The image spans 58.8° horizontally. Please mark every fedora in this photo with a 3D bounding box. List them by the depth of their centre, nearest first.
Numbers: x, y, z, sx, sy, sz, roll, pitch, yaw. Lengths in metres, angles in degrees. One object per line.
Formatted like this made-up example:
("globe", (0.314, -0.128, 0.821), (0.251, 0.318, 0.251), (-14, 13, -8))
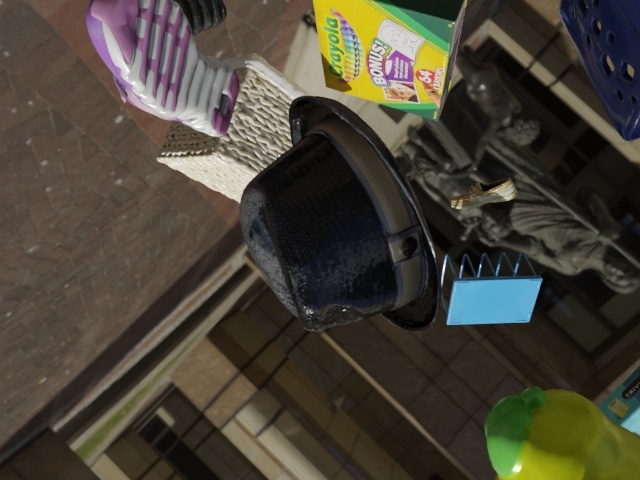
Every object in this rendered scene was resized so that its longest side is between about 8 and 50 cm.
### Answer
("fedora", (0.000, 0.000, 0.696), (0.152, 0.334, 0.334), (-30, 171, -16))

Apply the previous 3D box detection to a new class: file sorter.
("file sorter", (0.340, 0.093, 1.164), (0.104, 0.170, 0.118), (-95, -176, -53))

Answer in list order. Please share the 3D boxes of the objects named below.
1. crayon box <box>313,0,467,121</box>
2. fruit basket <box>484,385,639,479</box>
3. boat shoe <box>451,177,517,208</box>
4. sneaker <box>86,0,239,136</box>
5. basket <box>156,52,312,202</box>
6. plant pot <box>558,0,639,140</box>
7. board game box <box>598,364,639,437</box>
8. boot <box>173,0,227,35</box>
("crayon box", (0.156, -0.456, 1.326), (0.363, 0.313, 0.106), (75, 37, -68))
("fruit basket", (0.298, 0.330, 0.571), (0.392, 0.392, 0.283), (125, -14, -63))
("boat shoe", (0.329, -0.099, 1.160), (0.135, 0.045, 0.050), (-12, -158, 28))
("sneaker", (-0.168, -0.169, 0.563), (0.236, 0.105, 0.095), (28, 77, -78))
("basket", (-0.177, -0.254, 1.443), (0.328, 0.331, 0.266), (8, -105, 50))
("plant pot", (0.444, -0.294, 0.676), (0.236, 0.236, 0.212), (-22, 162, 14))
("board game box", (0.775, 0.339, 1.194), (0.336, 0.254, 0.079), (-53, -165, 15))
("boot", (-0.172, -0.430, 0.766), (0.348, 0.260, 0.131), (-29, -155, -6))
